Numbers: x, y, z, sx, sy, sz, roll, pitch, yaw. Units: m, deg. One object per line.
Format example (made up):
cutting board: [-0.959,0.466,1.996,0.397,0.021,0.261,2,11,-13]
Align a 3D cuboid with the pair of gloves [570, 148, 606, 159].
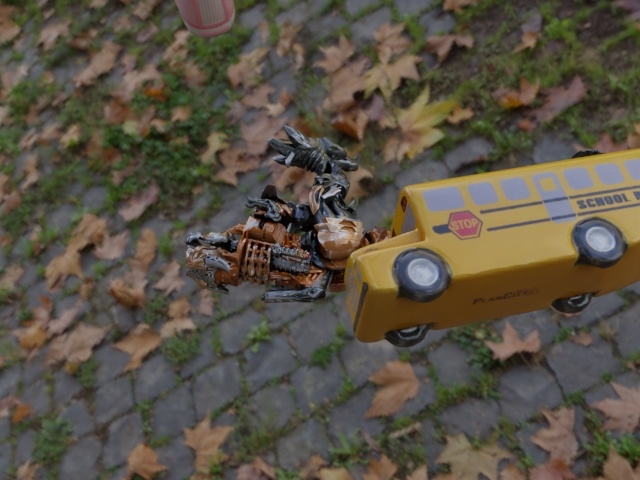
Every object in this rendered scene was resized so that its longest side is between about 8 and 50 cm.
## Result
pair of gloves: [0.348,-0.098,1.145,0.083,0.074,0.010,7,78,-6]

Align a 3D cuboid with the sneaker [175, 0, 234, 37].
sneaker: [-0.095,-0.207,0.633,0.051,0.070,0.134,-22,63,-6]

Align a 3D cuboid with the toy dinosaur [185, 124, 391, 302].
toy dinosaur: [0.000,0.000,1.141,0.218,0.322,0.164,-102,33,-47]

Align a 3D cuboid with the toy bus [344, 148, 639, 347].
toy bus: [0.184,0.004,0.922,0.333,0.108,0.130,-10,59,-12]
